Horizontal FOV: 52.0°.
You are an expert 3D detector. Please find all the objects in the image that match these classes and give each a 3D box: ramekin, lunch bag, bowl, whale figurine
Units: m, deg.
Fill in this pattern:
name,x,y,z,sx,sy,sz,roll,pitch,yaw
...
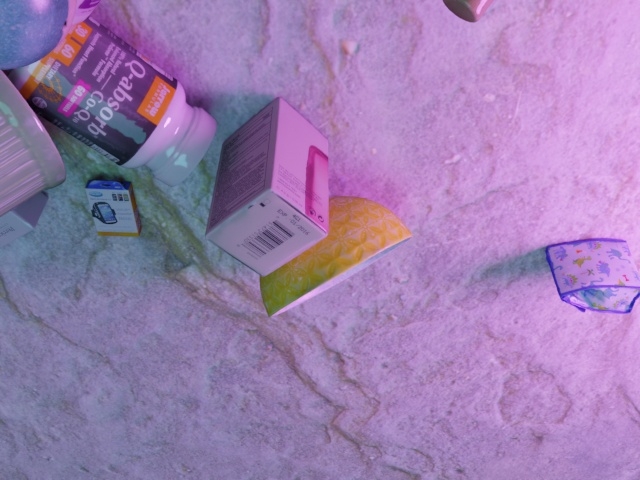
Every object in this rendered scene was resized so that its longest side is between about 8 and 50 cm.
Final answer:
name,x,y,z,sx,sy,sz,roll,pitch,yaw
ramekin,-0.524,-0.161,0.932,0.303,0.148,0.303,36,154,20
lunch bag,0.516,0.067,1.254,0.151,0.129,0.096,4,135,-4
bowl,0.000,0.000,1.160,0.289,0.289,0.156,-33,84,30
whale figurine,-0.403,-0.291,0.691,0.272,0.141,0.216,30,127,-11

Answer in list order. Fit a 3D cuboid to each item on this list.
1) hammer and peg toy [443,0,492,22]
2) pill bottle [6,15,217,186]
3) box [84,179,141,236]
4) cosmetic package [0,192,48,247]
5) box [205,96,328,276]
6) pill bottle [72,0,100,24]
name,x,y,z,sx,sy,sz,roll,pitch,yaw
hammer and peg toy,0.129,-0.404,0.704,0.361,0.266,0.127,35,89,-28
pill bottle,-0.304,-0.208,0.980,0.278,0.162,0.162,34,127,-28
box,-0.386,-0.064,1.224,0.081,0.028,0.136,3,133,-1
cosmetic package,-0.737,-0.065,1.185,0.377,0.098,0.284,-23,128,23
box,-0.078,-0.087,1.044,0.148,0.232,0.126,-33,126,30
pill bottle,-0.274,-0.413,0.769,0.169,0.169,0.301,36,126,-29
